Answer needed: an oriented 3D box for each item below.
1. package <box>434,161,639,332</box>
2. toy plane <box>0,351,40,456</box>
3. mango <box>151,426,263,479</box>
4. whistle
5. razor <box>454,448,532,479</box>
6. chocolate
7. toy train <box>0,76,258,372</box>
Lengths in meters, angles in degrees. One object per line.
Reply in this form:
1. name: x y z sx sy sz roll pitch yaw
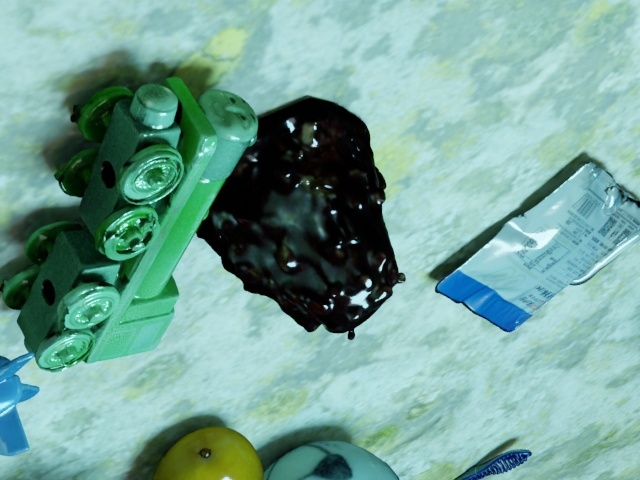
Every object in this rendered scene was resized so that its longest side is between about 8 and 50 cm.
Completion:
1. package: 0.197 0.011 1.434 0.173 0.027 0.171 -38 151 14
2. toy plane: -0.317 0.130 1.095 0.271 0.105 0.254 -13 166 -11
3. mango: -0.104 0.232 1.442 0.102 0.085 0.184 -14 141 -29
4. whistle: -0.016 0.261 1.534 0.163 0.164 0.289 4 172 -42
5. razor: 0.155 0.256 1.746 0.154 0.028 0.044 -39 143 17
6. chocolate: 0.000 0.000 1.160 0.156 0.133 0.156 -23 148 -15
7. toy train: -0.124 -0.007 1.101 0.119 0.085 0.251 -9 145 -39
